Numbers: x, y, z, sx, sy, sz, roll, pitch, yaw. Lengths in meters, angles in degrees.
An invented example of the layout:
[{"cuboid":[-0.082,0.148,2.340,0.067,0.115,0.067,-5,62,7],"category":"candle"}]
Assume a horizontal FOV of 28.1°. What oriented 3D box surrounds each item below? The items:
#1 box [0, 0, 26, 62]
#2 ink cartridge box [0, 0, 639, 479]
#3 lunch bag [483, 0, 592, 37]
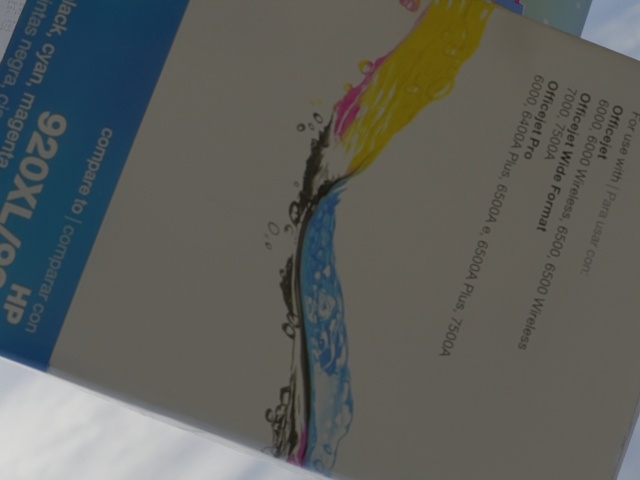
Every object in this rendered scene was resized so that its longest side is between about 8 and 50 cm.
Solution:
[{"cuboid":[-0.113,-0.114,0.699,0.290,0.169,0.087,136,-43,-57],"category":"box"},{"cuboid":[0.000,0.000,0.484,0.171,0.232,0.168,113,-3,-81],"category":"ink cartridge box"},{"cuboid":[0.054,-0.178,0.924,0.160,0.262,0.223,-18,-136,56],"category":"lunch bag"}]
